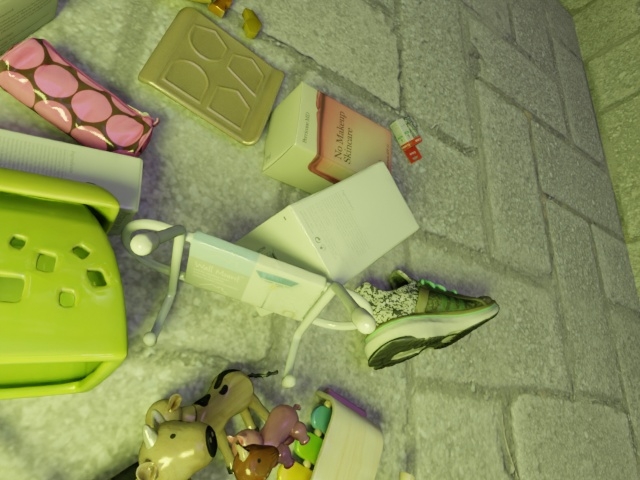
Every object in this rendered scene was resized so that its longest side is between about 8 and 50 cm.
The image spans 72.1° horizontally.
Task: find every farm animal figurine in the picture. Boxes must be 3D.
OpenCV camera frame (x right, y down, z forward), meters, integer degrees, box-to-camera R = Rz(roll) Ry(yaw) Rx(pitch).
[{"bbox_3d":[-0.174,0.276,0.512,0.326,0.330,0.172,-35,99,-12],"label":"farm animal figurine"}]

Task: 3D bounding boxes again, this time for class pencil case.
[{"bbox_3d":[-0.347,-0.199,0.637,0.209,0.095,0.098,37,90,-23],"label":"pencil case"}]

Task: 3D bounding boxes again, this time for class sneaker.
[{"bbox_3d":[0.228,0.130,0.930,0.410,0.158,0.182,-1,56,-43],"label":"sneaker"}]

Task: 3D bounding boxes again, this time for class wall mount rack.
[{"bbox_3d":[-0.086,0.068,0.518,0.349,0.304,0.131,20,54,-9],"label":"wall mount rack"}]

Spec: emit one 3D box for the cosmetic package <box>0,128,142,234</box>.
[{"bbox_3d":[-0.361,-0.071,0.561,0.230,0.117,0.086,9,69,-33],"label":"cosmetic package"}]

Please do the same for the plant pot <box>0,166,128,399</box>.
[{"bbox_3d":[-0.341,0.049,0.466,0.227,0.228,0.207,9,62,-35],"label":"plant pot"}]

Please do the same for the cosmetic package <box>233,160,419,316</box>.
[{"bbox_3d":[0.000,0.000,0.737,0.224,0.224,0.138,-33,94,-40],"label":"cosmetic package"}]

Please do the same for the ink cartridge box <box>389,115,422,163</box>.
[{"bbox_3d":[0.231,-0.262,1.140,0.062,0.029,0.115,-31,93,-41],"label":"ink cartridge box"}]

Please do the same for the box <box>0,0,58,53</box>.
[{"bbox_3d":[-0.480,-0.356,0.575,0.181,0.119,0.182,39,54,-19],"label":"box"}]

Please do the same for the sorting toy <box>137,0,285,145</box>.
[{"bbox_3d":[-0.185,-0.347,0.854,0.229,0.041,0.308,28,58,-21],"label":"sorting toy"}]

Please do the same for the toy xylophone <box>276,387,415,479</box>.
[{"bbox_3d":[0.025,0.417,0.692,0.236,0.081,0.323,45,52,-15],"label":"toy xylophone"}]

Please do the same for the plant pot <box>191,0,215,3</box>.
[{"bbox_3d":[-0.224,-0.495,0.803,0.095,0.134,0.134,31,56,-13],"label":"plant pot"}]

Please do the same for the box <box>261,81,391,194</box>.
[{"bbox_3d":[0.018,-0.180,0.883,0.232,0.126,0.149,19,63,-31],"label":"box"}]
